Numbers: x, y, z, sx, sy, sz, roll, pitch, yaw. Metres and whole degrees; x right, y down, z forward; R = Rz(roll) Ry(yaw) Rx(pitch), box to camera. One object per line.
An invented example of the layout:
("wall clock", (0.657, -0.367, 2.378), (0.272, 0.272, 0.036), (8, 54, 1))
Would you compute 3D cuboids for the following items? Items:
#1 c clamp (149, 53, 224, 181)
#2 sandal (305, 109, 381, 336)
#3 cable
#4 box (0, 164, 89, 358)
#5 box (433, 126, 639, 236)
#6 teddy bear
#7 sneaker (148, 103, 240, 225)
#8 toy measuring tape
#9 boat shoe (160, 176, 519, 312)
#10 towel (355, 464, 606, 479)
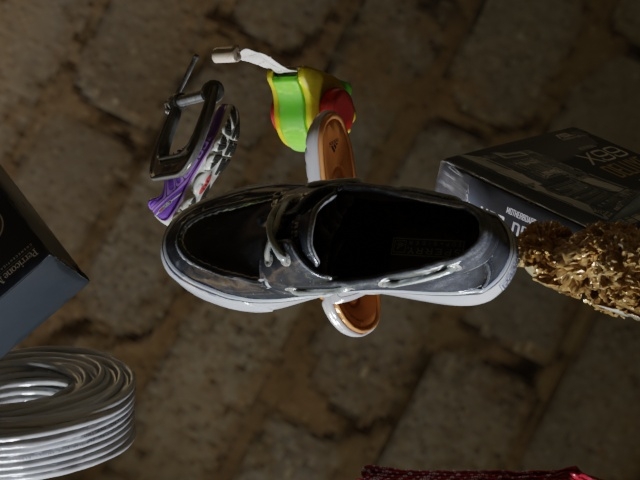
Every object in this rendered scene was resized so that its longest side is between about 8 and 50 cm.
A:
("c clamp", (-0.129, -0.120, 1.611), (0.137, 0.022, 0.160), (-66, -159, -4))
("sandal", (0.042, -0.014, 1.868), (0.102, 0.076, 0.265), (-35, 120, -51))
("cable", (-0.329, 0.192, 1.860), (0.257, 0.257, 0.089), (-16, 110, -42))
("box", (-0.385, 0.048, 1.623), (0.261, 0.184, 0.103), (-41, 159, 0))
("box", (0.317, -0.044, 2.032), (0.307, 0.242, 0.076), (-15, 125, -49))
("teddy bear", (0.328, 0.030, 1.524), (0.338, 0.245, 0.113), (16, -94, 66))
("sneaker", (-0.158, -0.098, 2.072), (0.170, 0.071, 0.068), (-59, 167, 3))
("toy measuring tape", (-0.045, -0.190, 2.378), (0.330, 0.121, 0.121), (12, 105, -57))
("boat shoe", (0.000, 0.000, 1.327), (0.102, 0.301, 0.108), (36, 61, -63))
("towel", (0.204, 0.294, 2.015), (0.199, 0.275, 0.031), (30, 61, -60))
